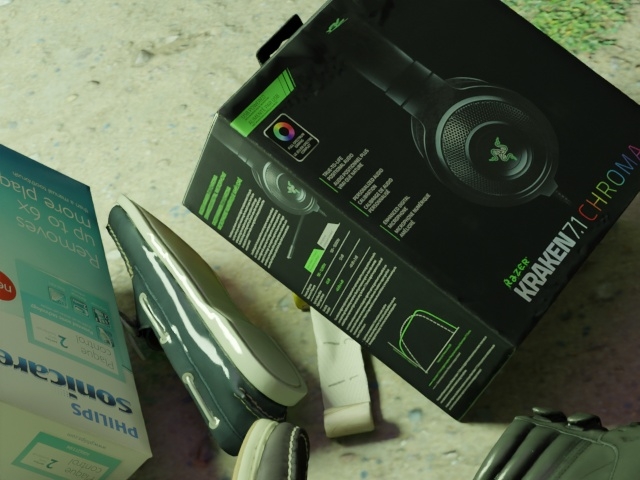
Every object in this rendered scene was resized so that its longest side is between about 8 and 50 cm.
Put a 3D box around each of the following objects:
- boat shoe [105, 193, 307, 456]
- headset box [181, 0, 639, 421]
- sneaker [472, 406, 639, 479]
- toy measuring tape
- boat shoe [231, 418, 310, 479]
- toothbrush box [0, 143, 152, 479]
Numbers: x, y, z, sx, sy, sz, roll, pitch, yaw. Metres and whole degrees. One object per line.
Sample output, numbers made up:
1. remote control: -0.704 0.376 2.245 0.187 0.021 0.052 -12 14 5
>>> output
1. boat shoe: -0.103 0.061 1.377 0.079 0.095 0.254 -48 55 9
2. headset box: 0.073 -0.059 1.330 0.283 0.131 0.246 39 57 7
3. sneaker: 0.216 0.134 1.177 0.295 0.104 0.147 -36 49 -16
4. toy measuring tape: 0.000 0.000 1.398 0.121 0.121 0.330 -12 40 5
5. boat shoe: -0.015 0.237 1.146 0.092 0.103 0.285 -3 45 7
6. toothbrush box: -0.264 0.053 1.307 0.126 0.216 0.295 -44 39 24
